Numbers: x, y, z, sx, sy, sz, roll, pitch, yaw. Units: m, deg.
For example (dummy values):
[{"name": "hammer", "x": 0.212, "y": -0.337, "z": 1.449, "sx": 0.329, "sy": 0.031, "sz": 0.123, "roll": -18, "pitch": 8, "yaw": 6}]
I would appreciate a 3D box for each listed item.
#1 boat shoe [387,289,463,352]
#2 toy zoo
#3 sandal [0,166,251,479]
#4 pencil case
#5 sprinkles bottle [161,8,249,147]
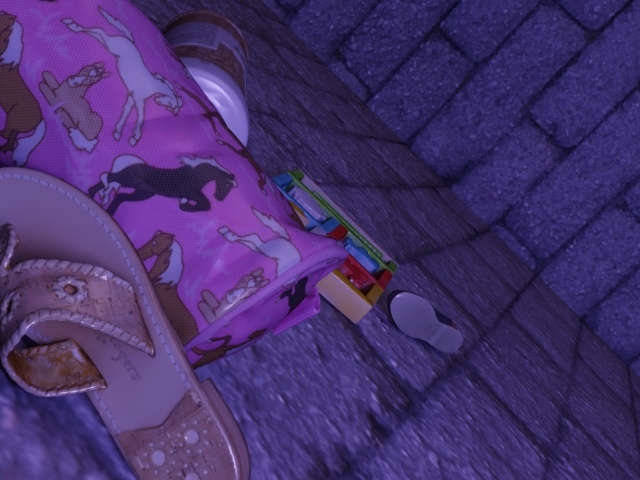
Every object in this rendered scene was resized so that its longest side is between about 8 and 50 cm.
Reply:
[{"name": "boat shoe", "x": 0.123, "y": 0.094, "z": 1.090, "sx": 0.137, "sy": 0.049, "sz": 0.043, "roll": 35, "pitch": 14, "yaw": -38}, {"name": "toy zoo", "x": 0.000, "y": 0.000, "z": 1.057, "sx": 0.192, "sy": 0.030, "sz": 0.293, "roll": 44, "pitch": 15, "yaw": 2}, {"name": "sandal", "x": -0.129, "y": 0.052, "z": 0.473, "sx": 0.240, "sy": 0.088, "sz": 0.079, "roll": 51, "pitch": 12, "yaw": 7}, {"name": "pencil case", "x": -0.147, "y": -0.087, "z": 0.604, "sx": 0.167, "sy": 0.160, "sz": 0.386, "roll": -31, "pitch": 80, "yaw": -34}, {"name": "sprinkles bottle", "x": -0.139, "y": -0.170, "z": 0.984, "sx": 0.121, "sy": 0.121, "sz": 0.355, "roll": 38, "pitch": 15, "yaw": -18}]
